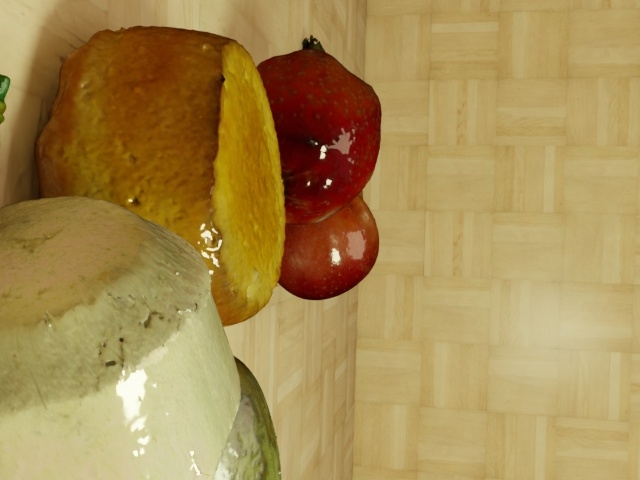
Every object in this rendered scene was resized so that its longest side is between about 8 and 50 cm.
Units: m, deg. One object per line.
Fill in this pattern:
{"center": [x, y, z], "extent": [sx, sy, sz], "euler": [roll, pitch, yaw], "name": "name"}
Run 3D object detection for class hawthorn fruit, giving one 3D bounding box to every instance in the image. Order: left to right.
{"center": [-0.047, -0.135, 1.011], "extent": [0.300, 0.254, 0.254], "euler": [-56, 151, -36], "name": "hawthorn fruit"}

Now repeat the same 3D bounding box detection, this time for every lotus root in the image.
{"center": [-0.134, 0.246, 0.803], "extent": [0.173, 0.173, 0.309], "euler": [-45, 128, -75], "name": "lotus root"}

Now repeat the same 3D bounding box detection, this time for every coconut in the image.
{"center": [-0.159, 0.099, 0.450], "extent": [0.224, 0.224, 0.233], "euler": [-69, 162, -60], "name": "coconut"}

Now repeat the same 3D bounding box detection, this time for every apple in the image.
{"center": [0.000, 0.000, 1.276], "extent": [0.201, 0.218, 0.218], "euler": [64, 17, -9], "name": "apple"}

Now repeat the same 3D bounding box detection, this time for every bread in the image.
{"center": [-0.135, -0.049, 0.657], "extent": [0.312, 0.173, 0.311], "euler": [-1, 90, -78], "name": "bread"}

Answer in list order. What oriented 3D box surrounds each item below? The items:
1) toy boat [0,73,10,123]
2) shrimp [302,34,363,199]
{"center": [-0.237, -0.035, 0.343], "extent": [0.229, 0.089, 0.088], "euler": [-59, 164, -62], "name": "toy boat"}
{"center": [0.015, -0.254, 1.461], "extent": [0.272, 0.085, 0.444], "euler": [47, 29, -73], "name": "shrimp"}
